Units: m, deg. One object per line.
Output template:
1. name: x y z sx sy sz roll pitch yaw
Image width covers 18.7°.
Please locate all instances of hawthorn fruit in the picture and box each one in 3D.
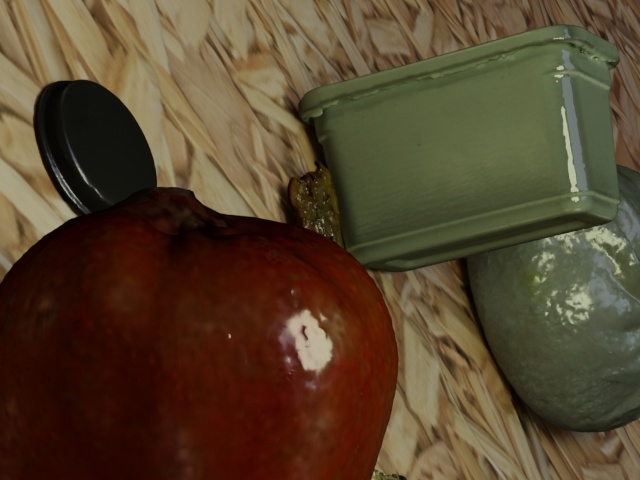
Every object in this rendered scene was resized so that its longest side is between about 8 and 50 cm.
1. hawthorn fruit: -0.089 0.113 1.297 0.295 0.295 0.311 18 51 -60

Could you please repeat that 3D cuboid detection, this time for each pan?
1. pan: -0.152 -0.046 1.614 0.235 0.028 0.136 44 33 -41

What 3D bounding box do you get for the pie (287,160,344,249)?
1. pie: 0.000 0.000 1.886 0.092 0.034 0.170 21 56 -61

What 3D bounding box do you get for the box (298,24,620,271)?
1. box: 0.149 -0.083 1.954 0.175 0.311 0.183 13 67 -61

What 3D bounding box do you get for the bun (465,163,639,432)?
1. bun: 0.320 0.054 2.284 0.362 0.211 0.362 45 33 -42

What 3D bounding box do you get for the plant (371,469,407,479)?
1. plant: 0.031 0.257 1.657 0.116 0.104 0.122 -27 119 -45
